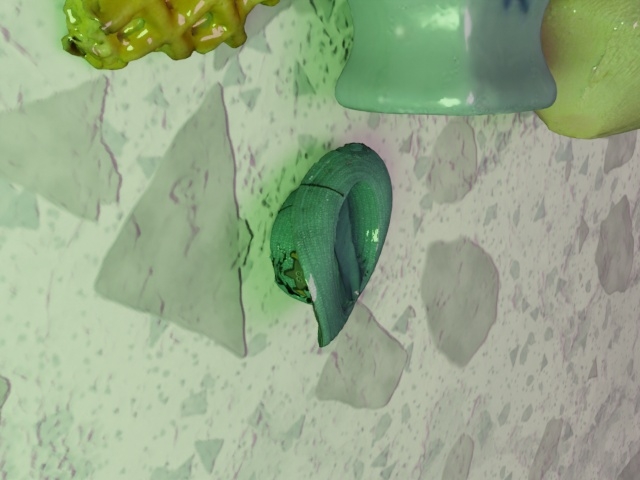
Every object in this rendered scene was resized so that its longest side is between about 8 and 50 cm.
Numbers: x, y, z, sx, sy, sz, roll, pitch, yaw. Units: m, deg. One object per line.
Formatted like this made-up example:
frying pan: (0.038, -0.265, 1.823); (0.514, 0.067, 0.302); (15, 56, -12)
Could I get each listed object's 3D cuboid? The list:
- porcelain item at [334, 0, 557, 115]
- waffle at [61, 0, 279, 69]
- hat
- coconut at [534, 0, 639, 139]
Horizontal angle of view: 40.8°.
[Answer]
porcelain item: (0.101, -0.306, 0.676); (0.243, 0.179, 0.405); (-13, 107, -45)
waffle: (-0.088, -0.212, 0.509); (0.291, 0.051, 0.291); (-36, 153, -21)
hat: (0.000, 0.000, 0.730); (0.191, 0.078, 0.138); (-59, 149, -47)
coconut: (0.293, -0.222, 0.881); (0.233, 0.233, 0.245); (22, 83, -49)
